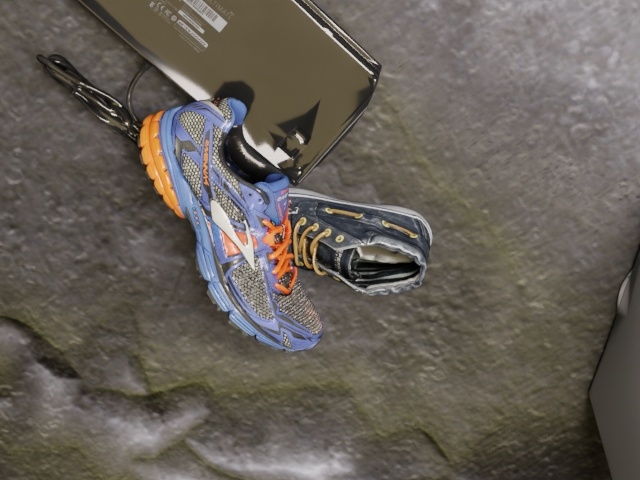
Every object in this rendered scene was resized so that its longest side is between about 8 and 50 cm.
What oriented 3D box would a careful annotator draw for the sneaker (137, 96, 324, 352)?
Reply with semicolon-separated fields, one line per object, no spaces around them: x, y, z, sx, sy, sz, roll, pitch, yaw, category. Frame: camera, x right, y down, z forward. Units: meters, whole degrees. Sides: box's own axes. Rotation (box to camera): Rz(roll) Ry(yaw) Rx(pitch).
-0.055;-0.012;0.784;0.087;0.083;0.221;-26;100;21;sneaker

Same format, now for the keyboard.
-0.122;-0.160;0.813;0.317;0.033;0.201;41;104;-9;keyboard

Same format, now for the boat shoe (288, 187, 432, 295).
0.000;0.000;0.834;0.183;0.083;0.065;3;112;5;boat shoe

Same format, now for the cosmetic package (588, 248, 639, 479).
0.307;0.129;0.691;0.156;0.385;0.217;13;115;2;cosmetic package
